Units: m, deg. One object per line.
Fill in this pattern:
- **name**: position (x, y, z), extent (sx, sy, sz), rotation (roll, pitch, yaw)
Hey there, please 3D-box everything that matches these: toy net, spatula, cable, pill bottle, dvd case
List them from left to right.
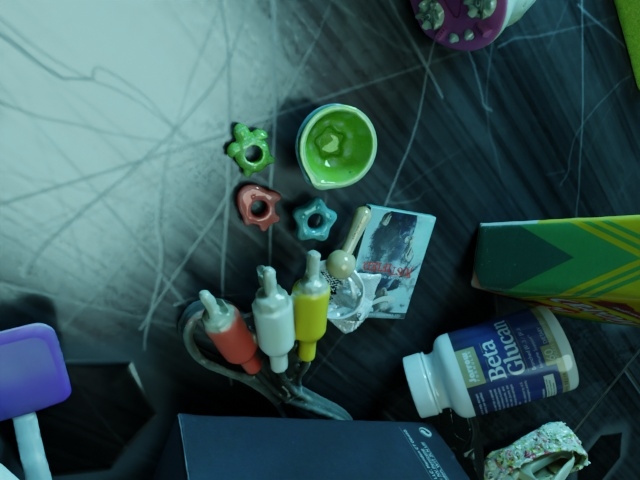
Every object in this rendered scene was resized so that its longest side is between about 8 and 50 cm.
- **spatula**: position (-0.237, 0.199, 0.425), extent (0.084, 0.030, 0.297), rotation (-12, 115, -22)
- **cable**: position (-0.039, 0.140, 0.480), extent (0.139, 0.072, 0.288), rotation (-18, 119, -6)
- **toy net**: position (0.000, 0.000, 0.454), extent (0.121, 0.045, 0.233), rotation (-19, 115, -14)
- **dvd case**: position (0.069, 0.025, 0.529), extent (0.087, 0.013, 0.120), rotation (8, 107, -30)
- **pill bottle**: position (0.182, 0.140, 0.560), extent (0.169, 0.094, 0.094), rotation (-19, 120, 9)

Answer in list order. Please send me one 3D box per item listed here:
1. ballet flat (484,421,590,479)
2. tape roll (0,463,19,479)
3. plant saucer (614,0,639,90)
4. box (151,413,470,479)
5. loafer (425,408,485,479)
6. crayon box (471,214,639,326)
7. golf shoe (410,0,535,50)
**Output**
- **ballet flat**: position (0.289, 0.339, 0.728), extent (0.240, 0.077, 0.091), rotation (-22, 119, -18)
- **tape roll**: position (-0.307, 0.269, 0.213), extent (0.391, 0.392, 0.072), rotation (6, 141, -29)
- **plant saucer**: position (0.421, -0.299, 0.568), extent (0.188, 0.045, 0.188), rotation (-45, 123, -6)
- **box**: position (-0.027, 0.332, 0.473), extent (0.293, 0.183, 0.297), rotation (13, 113, -30)
- **loafer**: position (0.176, 0.243, 0.652), extent (0.061, 0.062, 0.170), rotation (-43, 125, -54)
- **crayon box**: position (0.339, 0.038, 0.490), extent (0.202, 0.318, 0.081), rotation (18, 79, -31)
- **golf shoe**: position (0.123, -0.315, 0.381), extent (0.140, 0.115, 0.307), rotation (-32, 128, -26)
